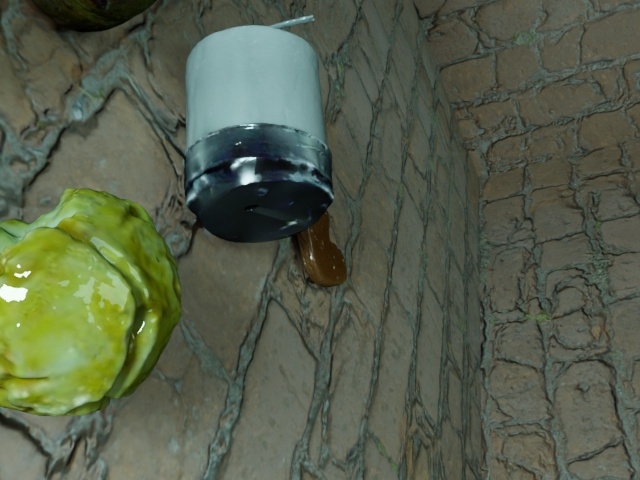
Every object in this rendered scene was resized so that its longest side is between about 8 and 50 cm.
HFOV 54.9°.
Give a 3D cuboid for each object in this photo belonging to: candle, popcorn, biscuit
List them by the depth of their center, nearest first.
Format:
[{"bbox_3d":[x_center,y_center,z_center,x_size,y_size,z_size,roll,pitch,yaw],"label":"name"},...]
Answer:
[{"bbox_3d":[-0.230,0.058,0.579,0.221,0.183,0.204,-45,124,-63],"label":"popcorn"},{"bbox_3d":[-0.100,-0.186,0.935,0.221,0.221,0.343,31,47,-57],"label":"candle"},{"bbox_3d":[-0.001,0.000,1.257,0.186,0.036,0.192,12,67,-66],"label":"biscuit"}]

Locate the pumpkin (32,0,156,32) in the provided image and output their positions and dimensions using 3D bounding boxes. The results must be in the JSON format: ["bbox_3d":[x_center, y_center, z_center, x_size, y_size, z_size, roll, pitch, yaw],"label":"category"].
[{"bbox_3d":[-0.300,-0.419,0.723,0.317,0.139,0.222,57,34,-30],"label":"pumpkin"}]
